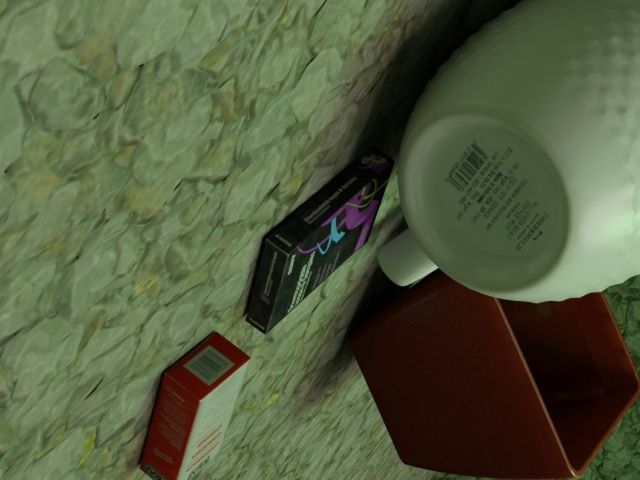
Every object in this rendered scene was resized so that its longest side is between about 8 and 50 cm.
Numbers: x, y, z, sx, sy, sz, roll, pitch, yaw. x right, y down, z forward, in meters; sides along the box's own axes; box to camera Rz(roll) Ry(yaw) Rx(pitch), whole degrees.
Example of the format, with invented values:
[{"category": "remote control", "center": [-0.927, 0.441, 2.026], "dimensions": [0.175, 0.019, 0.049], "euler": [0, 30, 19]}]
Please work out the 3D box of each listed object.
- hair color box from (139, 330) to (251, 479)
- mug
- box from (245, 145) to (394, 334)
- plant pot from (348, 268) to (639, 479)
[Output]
[{"category": "hair color box", "center": [-0.111, 0.152, 1.035], "dimensions": [0.072, 0.043, 0.141], "euler": [-38, 156, -44]}, {"category": "mug", "center": [0.201, -0.066, 1.119], "dimensions": [0.328, 0.276, 0.374], "euler": [-31, 174, -46]}, {"category": "box", "center": [0.000, 0.000, 1.063], "dimensions": [0.162, 0.029, 0.116], "euler": [-40, 159, -37]}, {"category": "plant pot", "center": [0.197, 0.135, 1.436], "dimensions": [0.236, 0.267, 0.267], "euler": [-21, -175, 35]}]
